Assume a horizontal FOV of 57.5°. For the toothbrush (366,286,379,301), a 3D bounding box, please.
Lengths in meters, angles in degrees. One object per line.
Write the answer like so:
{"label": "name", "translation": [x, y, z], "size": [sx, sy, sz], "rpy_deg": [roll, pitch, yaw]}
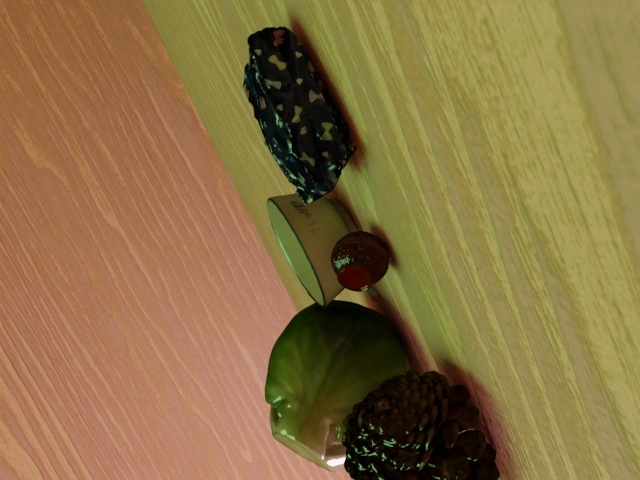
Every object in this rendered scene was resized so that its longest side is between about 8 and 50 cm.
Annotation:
{"label": "toothbrush", "translation": [0.071, 0.079, 1.298], "size": [0.024, 0.018, 0.257], "rpy_deg": [60, 171, -26]}

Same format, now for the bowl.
{"label": "bowl", "translation": [0.000, 0.000, 1.139], "size": [0.238, 0.126, 0.238], "rpy_deg": [59, 170, 18]}

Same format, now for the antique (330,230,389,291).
{"label": "antique", "translation": [0.067, 0.032, 0.985], "size": [0.104, 0.104, 0.104], "rpy_deg": [59, 169, 19]}

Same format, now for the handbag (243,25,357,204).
{"label": "handbag", "translation": [-0.040, -0.192, 0.896], "size": [0.260, 0.113, 0.162], "rpy_deg": [63, 163, 5]}

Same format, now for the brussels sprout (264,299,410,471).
{"label": "brussels sprout", "translation": [0.031, 0.282, 1.174], "size": [0.289, 0.354, 0.281], "rpy_deg": [17, 136, 16]}

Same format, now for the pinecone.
{"label": "pinecone", "translation": [0.181, 0.353, 0.957], "size": [0.292, 0.246, 0.246], "rpy_deg": [46, 178, -27]}
